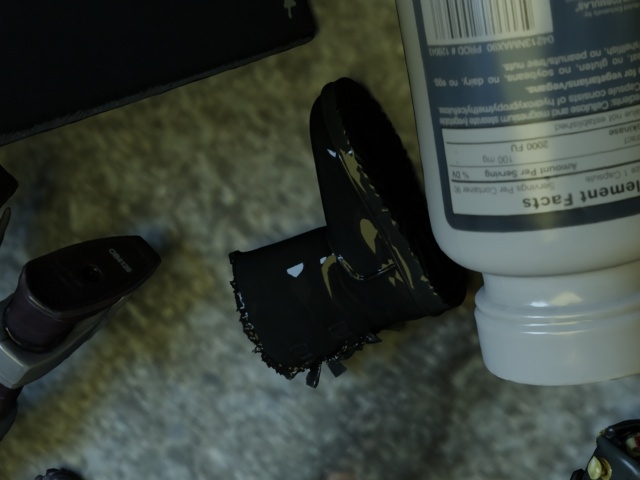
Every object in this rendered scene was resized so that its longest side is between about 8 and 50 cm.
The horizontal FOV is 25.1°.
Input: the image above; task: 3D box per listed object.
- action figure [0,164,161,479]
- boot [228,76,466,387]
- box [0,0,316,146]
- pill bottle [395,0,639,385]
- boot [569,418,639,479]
[{"bbox_3d":[-0.194,0.090,0.737,0.185,0.099,0.285,38,128,3],"label":"action figure"},{"bbox_3d":[0.000,0.000,0.645,0.099,0.045,0.121,-24,95,32],"label":"boot"},{"bbox_3d":[-0.207,-0.104,0.567,0.294,0.296,0.182,-13,100,27],"label":"box"},{"bbox_3d":[0.090,-0.042,0.551,0.108,0.108,0.180,-3,104,26],"label":"pill bottle"},{"bbox_3d":[0.082,0.145,0.628,0.236,0.085,0.178,25,113,10],"label":"boot"}]
